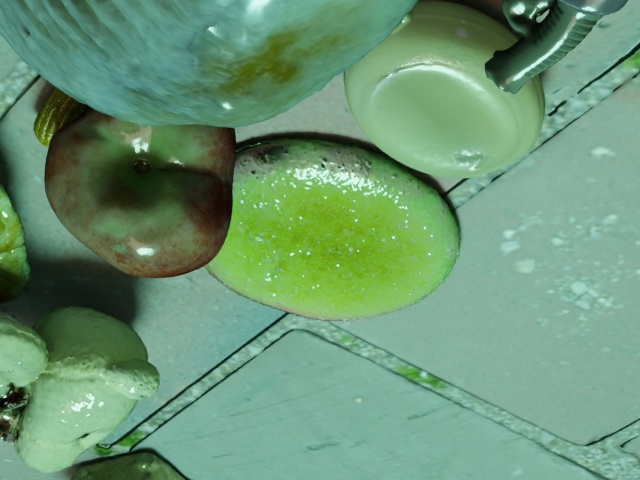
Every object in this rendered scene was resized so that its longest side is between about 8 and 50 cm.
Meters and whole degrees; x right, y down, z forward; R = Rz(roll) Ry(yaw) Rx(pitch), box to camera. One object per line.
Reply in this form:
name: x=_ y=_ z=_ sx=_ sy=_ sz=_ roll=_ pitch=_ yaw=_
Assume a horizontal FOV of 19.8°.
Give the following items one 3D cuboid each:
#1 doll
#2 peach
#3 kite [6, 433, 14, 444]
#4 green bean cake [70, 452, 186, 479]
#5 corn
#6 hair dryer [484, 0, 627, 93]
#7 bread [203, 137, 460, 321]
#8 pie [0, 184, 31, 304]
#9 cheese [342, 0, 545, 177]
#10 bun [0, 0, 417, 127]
doll: x=-0.283 y=0.119 z=1.550 sx=0.278 sy=0.175 sz=0.149 roll=10 pitch=100 yaw=-19
peach: x=-0.122 y=-0.046 z=1.371 sx=0.152 sy=0.152 sz=0.152 roll=5 pitch=142 yaw=4
kite: x=-0.272 y=0.185 z=1.803 sx=0.139 sy=0.011 sz=0.156 roll=-1 pitch=142 yaw=8
green bean cake: x=-0.172 y=0.297 z=1.867 sx=0.109 sy=0.085 sz=0.179 roll=-14 pitch=136 yaw=25
corn: x=-0.190 y=-0.101 z=1.396 sx=0.037 sy=0.037 sz=0.092 roll=23 pitch=141 yaw=-19
hair dryer: x=0.141 y=-0.239 z=1.007 sx=0.301 sy=0.121 sz=0.361 roll=21 pitch=123 yaw=8
bread: x=0.000 y=0.000 z=1.495 sx=0.228 sy=0.033 sz=0.228 roll=5 pitch=144 yaw=4
pie: x=-0.340 y=-0.006 z=1.483 sx=0.201 sy=0.090 sz=0.248 roll=-7 pitch=156 yaw=-8
cheese: x=0.064 y=-0.130 z=1.292 sx=0.137 sy=0.064 sz=0.227 roll=-22 pitch=133 yaw=30
bun: x=-0.069 y=-0.234 z=0.996 sx=0.211 sy=0.362 sz=0.362 roll=-15 pitch=156 yaw=-34
